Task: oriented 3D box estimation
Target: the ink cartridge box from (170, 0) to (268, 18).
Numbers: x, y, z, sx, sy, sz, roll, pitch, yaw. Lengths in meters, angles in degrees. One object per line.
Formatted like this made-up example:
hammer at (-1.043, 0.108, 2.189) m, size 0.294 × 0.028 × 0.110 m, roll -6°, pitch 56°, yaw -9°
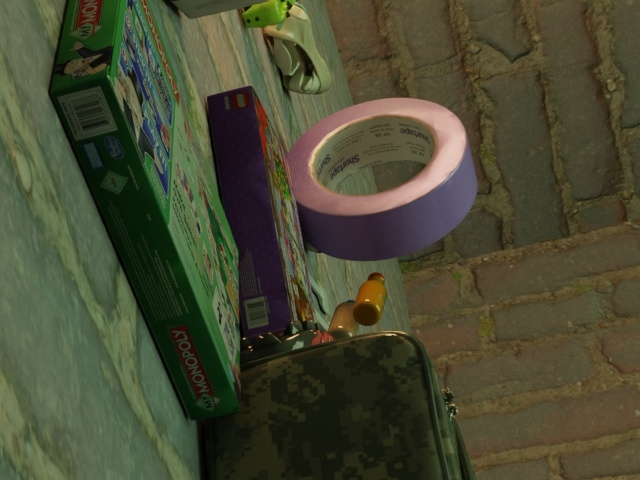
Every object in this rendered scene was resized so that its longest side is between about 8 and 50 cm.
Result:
ink cartridge box at (-0.132, -0.336, 1.467) m, size 0.237 × 0.100 × 0.172 m, roll 29°, pitch 49°, yaw -81°

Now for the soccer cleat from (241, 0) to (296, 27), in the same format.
soccer cleat at (-0.076, -0.351, 2.133) m, size 0.179 × 0.072 × 0.060 m, roll -76°, pitch 150°, yaw -67°

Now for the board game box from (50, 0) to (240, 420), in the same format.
board game box at (-0.127, -0.044, 1.149) m, size 0.213 × 0.046 × 0.317 m, roll -96°, pitch 171°, yaw -54°

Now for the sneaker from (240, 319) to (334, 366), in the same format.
sneaker at (-0.016, 0.166, 1.460) m, size 0.276 × 0.097 × 0.135 m, roll 65°, pitch 11°, yaw -69°

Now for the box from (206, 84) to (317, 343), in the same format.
box at (-0.057, 0.002, 1.627) m, size 0.201 × 0.057 × 0.293 m, roll 65°, pitch 13°, yaw -65°

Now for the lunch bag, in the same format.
lunch bag at (0.037, 0.260, 1.221) m, size 0.256 × 0.212 × 0.305 m, roll 69°, pitch 9°, yaw -50°

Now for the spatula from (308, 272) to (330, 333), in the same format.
spatula at (0.008, 0.127, 2.158) m, size 0.242 × 0.019 × 0.168 m, roll 58°, pitch 21°, yaw -73°

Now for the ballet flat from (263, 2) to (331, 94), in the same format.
ballet flat at (-0.041, -0.292, 2.399) m, size 0.248 × 0.086 × 0.086 m, roll 64°, pitch 14°, yaw -58°

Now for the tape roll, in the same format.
tape roll at (0.087, -0.093, 2.137) m, size 0.275 × 0.274 × 0.090 m, roll -96°, pitch 170°, yaw -51°

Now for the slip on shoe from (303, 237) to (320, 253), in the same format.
slip on shoe at (0.000, 0.000, 2.223) m, size 0.135 × 0.051 × 0.041 m, roll -111°, pitch -177°, yaw -75°

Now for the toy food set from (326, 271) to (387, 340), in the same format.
toy food set at (0.060, 0.167, 2.034) m, size 0.104 × 0.111 × 0.232 m, roll -67°, pitch 147°, yaw -62°
